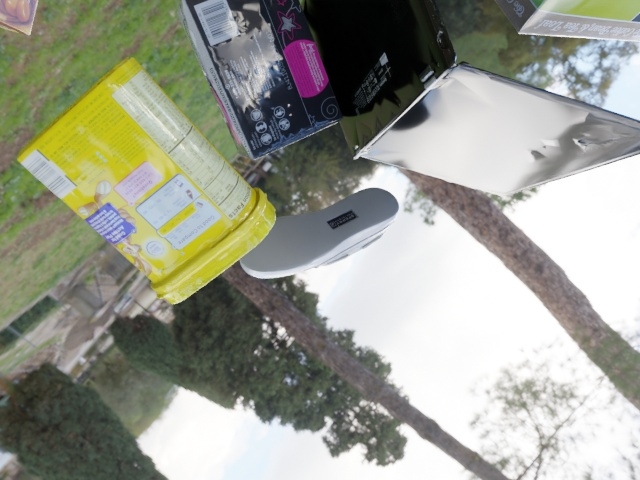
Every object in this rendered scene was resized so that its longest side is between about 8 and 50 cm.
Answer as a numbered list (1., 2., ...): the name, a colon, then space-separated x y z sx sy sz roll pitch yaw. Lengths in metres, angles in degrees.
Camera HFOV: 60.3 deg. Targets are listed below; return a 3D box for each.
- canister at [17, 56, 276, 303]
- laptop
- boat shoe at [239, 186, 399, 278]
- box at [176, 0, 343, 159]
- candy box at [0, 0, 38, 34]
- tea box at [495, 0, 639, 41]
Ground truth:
1. canister: -0.138 -0.046 0.454 0.126 0.170 0.073 -36 -155 11
2. laptop: 0.172 -0.240 0.739 0.236 0.408 0.382 -21 179 -12
3. boat shoe: 0.000 0.000 0.852 0.267 0.096 0.088 -27 151 -24
4. box: -0.098 -0.273 0.859 0.163 0.247 0.142 -26 -162 -10
5. candy box: -0.443 -0.402 0.777 0.109 0.053 0.186 -21 127 -81
6. tea box: 0.418 -0.468 0.745 0.329 0.220 0.323 -10 154 -33
